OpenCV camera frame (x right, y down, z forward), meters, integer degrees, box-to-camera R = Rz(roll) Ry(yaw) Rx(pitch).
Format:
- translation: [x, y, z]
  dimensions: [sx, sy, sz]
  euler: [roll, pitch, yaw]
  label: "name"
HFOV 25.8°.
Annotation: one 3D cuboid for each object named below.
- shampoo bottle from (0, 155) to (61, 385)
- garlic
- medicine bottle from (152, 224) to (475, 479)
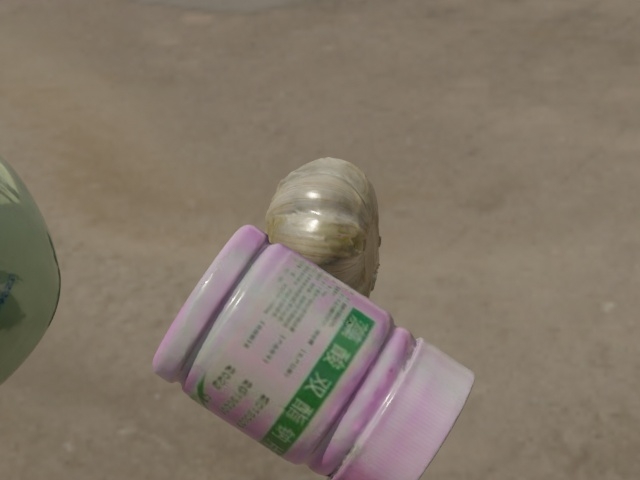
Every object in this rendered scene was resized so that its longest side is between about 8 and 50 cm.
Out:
- translation: [-0.291, 0.016, 0.713]
  dimensions: [0.222, 0.151, 0.349]
  euler: [-34, -17, 12]
  label: "shampoo bottle"
- translation: [0.000, -0.004, 1.871]
  dimensions: [0.152, 0.227, 0.228]
  euler: [0, 22, 10]
  label: "garlic"
- translation: [-0.009, 0.151, 1.619]
  dimensions: [0.325, 0.212, 0.212]
  euler: [34, 27, 0]
  label: "medicine bottle"
